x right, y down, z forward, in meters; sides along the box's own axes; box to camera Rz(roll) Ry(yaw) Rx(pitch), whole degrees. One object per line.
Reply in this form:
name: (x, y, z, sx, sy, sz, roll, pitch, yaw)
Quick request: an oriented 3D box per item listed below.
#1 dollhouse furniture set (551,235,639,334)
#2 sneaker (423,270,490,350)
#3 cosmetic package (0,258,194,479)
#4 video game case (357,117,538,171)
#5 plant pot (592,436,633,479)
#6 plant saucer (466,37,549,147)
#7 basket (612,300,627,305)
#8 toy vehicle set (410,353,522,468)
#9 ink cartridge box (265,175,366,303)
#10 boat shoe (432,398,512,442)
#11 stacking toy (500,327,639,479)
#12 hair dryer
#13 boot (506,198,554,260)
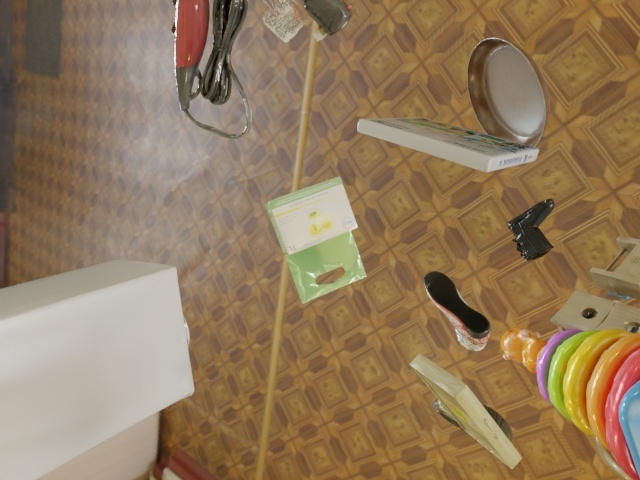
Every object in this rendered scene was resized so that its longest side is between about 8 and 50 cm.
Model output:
dollhouse furniture set: (0.466, 0.111, 0.712, 0.129, 0.183, 0.129, 53, 164, -27)
sneaker: (0.417, 0.226, 1.522, 0.270, 0.090, 0.145, 50, 166, 38)
cosmetic package: (-0.346, 0.158, 0.573, 0.155, 0.365, 0.197, 4, 103, 35)
video game case: (0.302, -0.234, 1.145, 0.329, 0.300, 0.036, 26, 117, 34)
plant pot: (0.665, 0.384, 0.978, 0.236, 0.032, 0.236, -25, 53, 37)
plant saucer: (0.494, -0.381, 1.278, 0.311, 0.050, 0.311, 62, 170, 19)
basket: (0.706, 0.242, 1.163, 0.103, 0.167, 0.113, 29, 146, -2)
toy vehicle set: (0.320, 0.376, 1.081, 0.267, 0.035, 0.166, 51, 169, -23)
ink cartridge box: (0.000, 0.000, 1.059, 0.235, 0.171, 0.056, 70, 164, -4)
boat shoe: (0.405, 0.478, 1.308, 0.223, 0.080, 0.073, 30, 144, -3)
stacking toy: (0.331, 0.167, 0.599, 0.166, 0.175, 0.302, 63, 165, -14)
hair dryer: (-0.129, -0.261, 0.491, 0.223, 0.080, 0.293, -40, 109, 13)
boot: (0.472, -0.020, 1.059, 0.121, 0.045, 0.099, -39, 58, 35)
